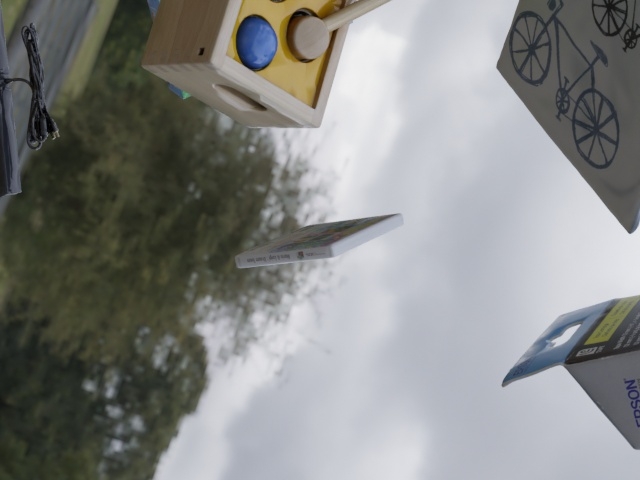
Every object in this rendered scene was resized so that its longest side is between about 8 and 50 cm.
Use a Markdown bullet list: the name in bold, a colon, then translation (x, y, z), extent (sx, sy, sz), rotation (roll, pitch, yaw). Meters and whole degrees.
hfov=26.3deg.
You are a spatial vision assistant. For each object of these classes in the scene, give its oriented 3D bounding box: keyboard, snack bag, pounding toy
- **keyboard**: translation (-0.454, -0.217, 1.893), extent (0.033, 0.201, 0.317), rotation (-9, 93, -62)
- **snack bag**: translation (0.310, -0.235, 1.477), extent (0.323, 0.037, 0.342), rotation (-119, -149, -42)
- **pounding toy**: translation (-0.023, -0.150, 0.934), extent (0.100, 0.141, 0.130), rotation (5, -106, 43)

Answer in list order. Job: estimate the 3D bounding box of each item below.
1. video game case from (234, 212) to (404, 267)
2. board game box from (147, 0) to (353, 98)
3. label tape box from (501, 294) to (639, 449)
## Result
- **video game case**: translation (0.000, 0.000, 1.625), extent (0.157, 0.143, 0.019), rotation (-24, 104, -52)
- **board game box**: translation (-0.073, -0.257, 1.399), extent (0.039, 0.211, 0.160), rotation (39, -31, 46)
- **label tape box**: translation (0.392, 0.119, 1.415), extent (0.347, 0.115, 0.249), rotation (-16, -175, 27)
